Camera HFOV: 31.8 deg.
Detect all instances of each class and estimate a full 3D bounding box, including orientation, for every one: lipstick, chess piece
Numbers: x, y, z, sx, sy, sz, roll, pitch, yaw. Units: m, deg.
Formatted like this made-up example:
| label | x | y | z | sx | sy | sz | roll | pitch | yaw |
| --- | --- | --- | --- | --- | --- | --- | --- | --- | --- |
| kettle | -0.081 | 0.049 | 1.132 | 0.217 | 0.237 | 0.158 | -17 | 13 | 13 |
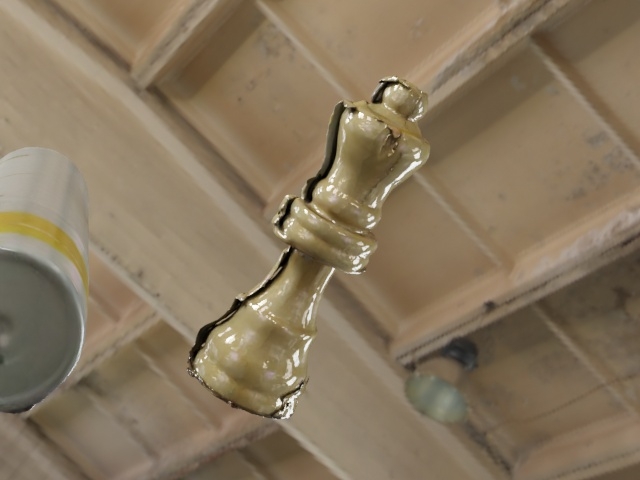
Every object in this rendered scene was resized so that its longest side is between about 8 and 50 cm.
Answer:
| label | x | y | z | sx | sy | sz | roll | pitch | yaw |
| --- | --- | --- | --- | --- | --- | --- | --- | --- | --- |
| lipstick | -0.128 | 0.002 | 0.483 | 0.059 | 0.059 | 0.264 | 49 | -2 | -17 |
| chess piece | 0.000 | 0.000 | 0.536 | 0.060 | 0.060 | 0.172 | 30 | -79 | 7 |
